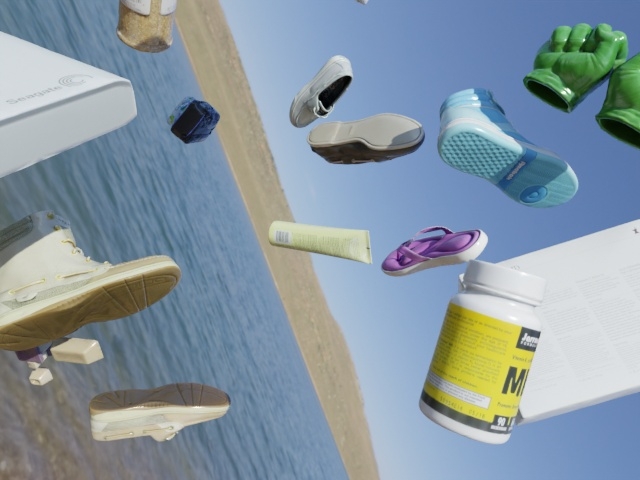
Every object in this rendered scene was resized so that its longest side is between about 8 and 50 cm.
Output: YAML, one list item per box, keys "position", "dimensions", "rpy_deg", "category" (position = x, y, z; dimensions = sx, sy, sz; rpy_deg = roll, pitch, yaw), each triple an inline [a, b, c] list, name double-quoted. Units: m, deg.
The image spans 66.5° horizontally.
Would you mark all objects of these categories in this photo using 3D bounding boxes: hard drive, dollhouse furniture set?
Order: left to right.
- position: [-0.382, -0.142, 0.432]
  dimensions: [0.353, 0.233, 0.047]
  rpy_deg: [25, -48, 20]
  category: "hard drive"
- position: [-0.340, 0.147, 0.678]
  dimensions: [0.081, 0.115, 0.090]
  rpy_deg: [-72, 163, -57]
  category: "dollhouse furniture set"

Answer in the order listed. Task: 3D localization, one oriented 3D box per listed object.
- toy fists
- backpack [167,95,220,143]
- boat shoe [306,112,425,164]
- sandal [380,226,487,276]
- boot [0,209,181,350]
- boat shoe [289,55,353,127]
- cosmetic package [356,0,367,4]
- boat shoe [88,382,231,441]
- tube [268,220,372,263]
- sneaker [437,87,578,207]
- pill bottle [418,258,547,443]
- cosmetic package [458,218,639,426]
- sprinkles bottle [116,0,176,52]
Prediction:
- position: [0.480, -0.268, 0.800]
  dimensions: [0.279, 0.142, 0.096]
  rpy_deg: [45, 8, 36]
  category: "toy fists"
- position: [-0.299, -0.289, 1.165]
  dimensions: [0.084, 0.105, 0.114]
  rpy_deg: [43, 16, 2]
  category: "backpack"
- position: [0.118, -0.243, 1.220]
  dimensions: [0.335, 0.112, 0.095]
  rpy_deg: [9, -25, 38]
  category: "boat shoe"
- position: [0.337, 0.013, 1.545]
  dimensions: [0.102, 0.169, 0.416]
  rpy_deg: [51, -36, -16]
  category: "sandal"
- position: [-0.299, 0.027, 0.611]
  dimensions: [0.165, 0.213, 0.077]
  rpy_deg: [57, -22, 34]
  category: "boot"
- position: [-0.001, -0.352, 1.218]
  dimensions: [0.227, 0.079, 0.081]
  rpy_deg: [-44, -131, 37]
  category: "boat shoe"
- position: [-0.015, -0.480, 0.671]
  dimensions: [0.225, 0.138, 0.224]
  rpy_deg: [36, 9, 14]
  category: "cosmetic package"
- position: [-0.357, 0.394, 1.105]
  dimensions: [0.109, 0.303, 0.098]
  rpy_deg: [-141, -127, -68]
  category: "boat shoe"
- position: [0.000, 0.000, 1.096]
  dimensions: [0.070, 0.240, 0.062]
  rpy_deg: [26, 74, -64]
  category: "tube"
- position: [0.377, -0.204, 0.996]
  dimensions: [0.127, 0.319, 0.208]
  rpy_deg: [-49, -155, 42]
  category: "sneaker"
- position: [0.210, 0.136, 0.627]
  dimensions: [0.119, 0.119, 0.208]
  rpy_deg: [-162, -92, -81]
  category: "pill bottle"
- position: [0.487, 0.144, 0.902]
  dimensions: [0.097, 0.378, 0.284]
  rpy_deg: [66, 8, -58]
  category: "cosmetic package"
- position: [-0.335, -0.559, 0.963]
  dimensions: [0.121, 0.121, 0.355]
  rpy_deg: [65, -34, 32]
  category: "sprinkles bottle"
